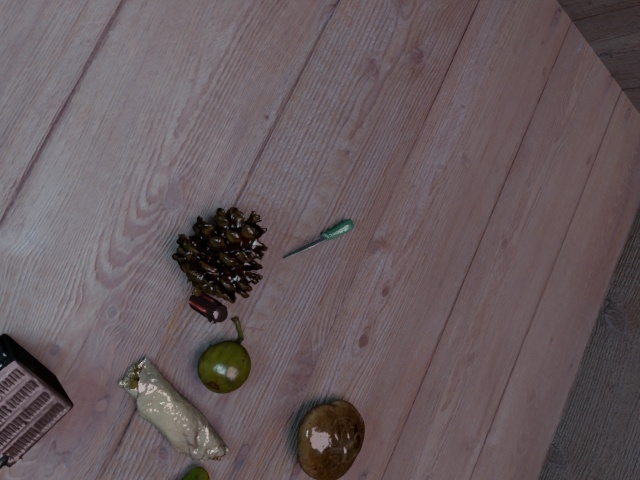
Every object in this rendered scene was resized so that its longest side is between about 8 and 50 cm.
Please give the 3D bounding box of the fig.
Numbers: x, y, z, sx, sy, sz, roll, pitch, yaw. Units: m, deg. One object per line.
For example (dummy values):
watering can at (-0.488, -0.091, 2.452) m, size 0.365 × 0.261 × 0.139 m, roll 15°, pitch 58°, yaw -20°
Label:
fig at (-0.266, 0.340, 1.520) m, size 0.142 × 0.186 × 0.148 m, roll -38°, pitch 99°, yaw 24°

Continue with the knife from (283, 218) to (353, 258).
knife at (0.001, 0.000, 1.669) m, size 0.260 × 0.063 × 0.035 m, roll -30°, pitch 107°, yaw -27°

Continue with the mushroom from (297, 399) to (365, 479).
mushroom at (0.037, 0.641, 1.736) m, size 0.278 × 0.146 × 0.278 m, roll -4°, pitch 96°, yaw -40°

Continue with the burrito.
burrito at (-0.396, 0.488, 1.472) m, size 0.117 × 0.076 × 0.392 m, roll -40°, pitch 115°, yaw -15°

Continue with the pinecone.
pinecone at (-0.261, 0.031, 1.413) m, size 0.243 × 0.243 × 0.257 m, roll 23°, pitch 70°, yaw -34°

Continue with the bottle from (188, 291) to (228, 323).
bottle at (-0.299, 0.180, 1.435) m, size 0.060 × 0.164 × 0.060 m, roll -6°, pitch 100°, yaw -33°

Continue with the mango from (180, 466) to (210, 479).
mango at (-0.382, 0.738, 1.508) m, size 0.191 × 0.085 × 0.122 m, roll -38°, pitch 112°, yaw -23°

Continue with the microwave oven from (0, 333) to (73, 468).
microwave oven at (-0.686, 0.334, 1.159) m, size 0.178 × 0.247 × 0.188 m, roll -49°, pitch 121°, yaw -21°
